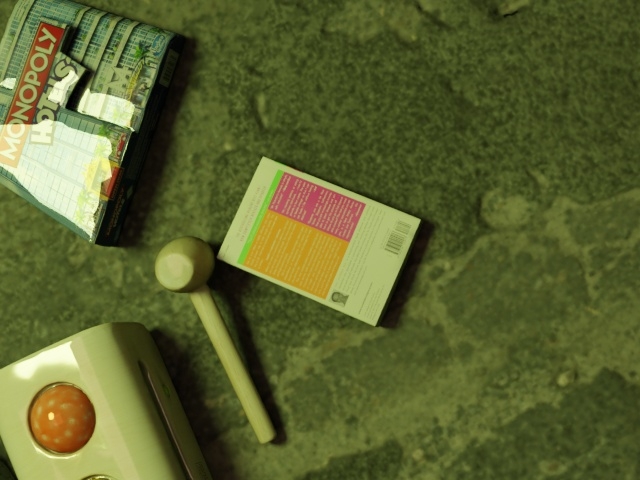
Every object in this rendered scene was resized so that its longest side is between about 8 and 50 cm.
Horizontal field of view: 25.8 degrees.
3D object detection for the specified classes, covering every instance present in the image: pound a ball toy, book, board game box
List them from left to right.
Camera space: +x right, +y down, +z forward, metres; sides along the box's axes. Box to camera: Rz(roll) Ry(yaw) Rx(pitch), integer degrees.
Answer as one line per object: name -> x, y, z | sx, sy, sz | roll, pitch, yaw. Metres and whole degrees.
board game box -> -0.240, -0.116, 1.200 | 0.194, 0.060, 0.194 | 18, 91, 12
pound a ball toy -> -0.137, 0.175, 1.120 | 0.208, 0.136, 0.319 | -25, 83, 11
book -> 0.000, 0.000, 1.157 | 0.144, 0.035, 0.096 | 23, 88, 12

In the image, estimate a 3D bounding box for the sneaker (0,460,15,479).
sneaker -> -0.377, 0.218, 1.133 | 0.163, 0.226, 0.086 | -33, 54, 12
